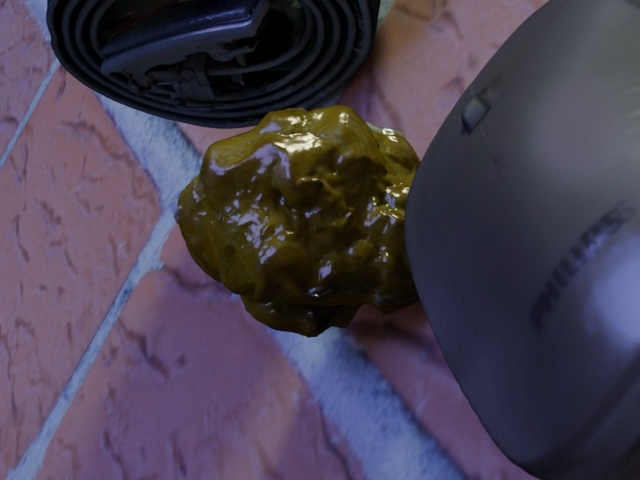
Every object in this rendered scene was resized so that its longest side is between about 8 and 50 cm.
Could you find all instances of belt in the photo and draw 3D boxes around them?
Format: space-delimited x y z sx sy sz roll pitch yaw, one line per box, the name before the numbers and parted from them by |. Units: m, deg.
belt | -0.065 -0.167 1.292 0.267 0.206 0.116 -23 48 48

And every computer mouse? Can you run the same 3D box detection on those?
computer mouse | 0.116 -0.017 0.900 0.197 0.095 0.331 -53 25 13

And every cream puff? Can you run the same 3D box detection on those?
cream puff | 0.000 0.000 1.085 0.146 0.146 0.116 -51 43 28
